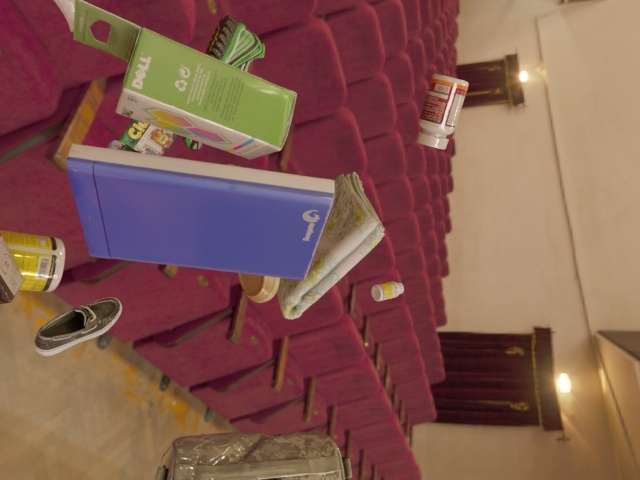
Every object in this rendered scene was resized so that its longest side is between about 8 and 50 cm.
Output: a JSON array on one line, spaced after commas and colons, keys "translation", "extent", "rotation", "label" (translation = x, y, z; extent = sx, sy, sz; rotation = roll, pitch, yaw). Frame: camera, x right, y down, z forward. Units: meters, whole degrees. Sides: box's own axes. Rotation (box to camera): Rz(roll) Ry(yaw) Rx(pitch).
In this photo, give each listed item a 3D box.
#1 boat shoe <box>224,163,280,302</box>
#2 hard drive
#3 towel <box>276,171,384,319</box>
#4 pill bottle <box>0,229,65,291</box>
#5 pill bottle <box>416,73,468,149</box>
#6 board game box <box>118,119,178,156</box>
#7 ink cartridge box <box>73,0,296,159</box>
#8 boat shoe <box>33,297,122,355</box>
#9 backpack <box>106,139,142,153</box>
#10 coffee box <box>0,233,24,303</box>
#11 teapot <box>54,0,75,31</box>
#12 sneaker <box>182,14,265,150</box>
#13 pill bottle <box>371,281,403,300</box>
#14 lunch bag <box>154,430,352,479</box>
[{"translation": [-0.184, -0.018, 1.292], "extent": [0.110, 0.121, 0.341], "rotation": [17, 55, -58], "label": "boat shoe"}, {"translation": [-0.159, -0.027, 0.742], "extent": [0.210, 0.319, 0.040], "rotation": [110, -16, -54], "label": "hard drive"}, {"translation": [0.000, 0.000, 1.524], "extent": [0.090, 0.374, 0.320], "rotation": [37, 18, -27], "label": "towel"}, {"translation": [-1.024, 0.060, 1.739], "extent": [0.334, 0.188, 0.188], "rotation": [12, 73, -40], "label": "pill bottle"}, {"translation": [0.390, -0.417, 1.754], "extent": [0.121, 0.121, 0.221], "rotation": [-45, 151, -70], "label": "pill bottle"}, {"translation": [-0.516, -0.340, 1.672], "extent": [0.136, 0.260, 0.030], "rotation": [33, 21, -26], "label": "board game box"}, {"translation": [-0.141, -0.146, 0.533], "extent": [0.109, 0.209, 0.062], "rotation": [5, -101, 65], "label": "ink cartridge box"}, {"translation": [-0.846, 0.292, 1.922], "extent": [0.335, 0.121, 0.119], "rotation": [-37, 168, -46], "label": "boat shoe"}, {"translation": [-0.452, -0.108, 1.165], "extent": [0.117, 0.173, 0.158], "rotation": [34, 44, -31], "label": "backpack"}, {"translation": [-0.992, 0.040, 1.520], "extent": [0.119, 0.168, 0.297], "rotation": [-103, -178, -58], "label": "coffee box"}, {"translation": [-0.435, -0.497, 0.886], "extent": [0.256, 0.252, 0.187], "rotation": [-59, 158, -23], "label": "teapot"}, {"translation": [-0.251, -0.376, 1.371], "extent": [0.343, 0.146, 0.134], "rotation": [-59, -152, 14], "label": "sneaker"}, {"translation": [0.177, 0.132, 1.419], "extent": [0.083, 0.043, 0.043], "rotation": [-8, 96, -34], "label": "pill bottle"}, {"translation": [-0.125, 0.421, 0.904], "extent": [0.256, 0.305, 0.212], "rotation": [112, -25, -47], "label": "lunch bag"}]
